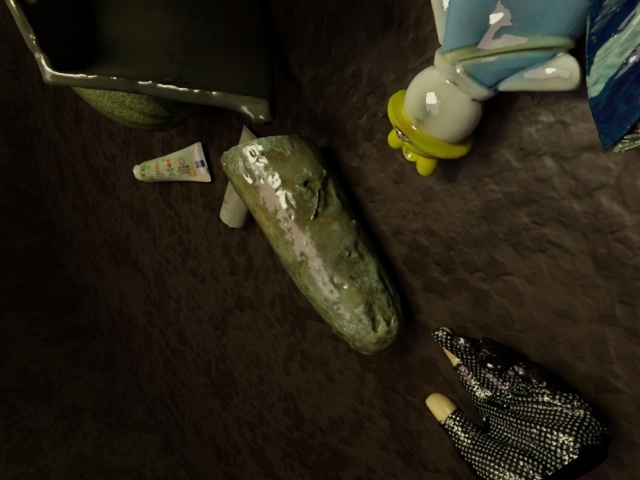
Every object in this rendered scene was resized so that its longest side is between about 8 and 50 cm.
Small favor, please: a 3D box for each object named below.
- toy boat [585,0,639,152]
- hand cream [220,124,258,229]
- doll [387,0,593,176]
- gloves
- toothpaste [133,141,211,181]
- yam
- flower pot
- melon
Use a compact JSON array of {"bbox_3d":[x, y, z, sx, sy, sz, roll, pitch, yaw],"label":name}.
[{"bbox_3d":[0.306,-0.093,0.211,0.291,0.067,0.221,42,120,10],"label":"toy boat"},{"bbox_3d":[-0.134,-0.097,0.704,0.087,0.054,0.186,47,129,31],"label":"hand cream"},{"bbox_3d":[0.134,-0.156,0.339,0.135,0.099,0.241,24,136,-9],"label":"doll"},{"bbox_3d":[0.190,0.164,0.433,0.181,0.106,0.129,-112,31,-48],"label":"gloves"},{"bbox_3d":[-0.340,-0.163,0.902,0.314,0.058,0.056,4,65,43],"label":"toothpaste"},{"bbox_3d":[0.000,0.000,0.534,0.331,0.133,0.133,59,139,7],"label":"yam"},{"bbox_3d":[-0.196,-0.299,0.399,0.379,0.250,0.380,-8,-90,-87],"label":"flower pot"},{"bbox_3d":[-0.307,-0.319,0.651,0.302,0.237,0.237,56,139,8],"label":"melon"}]
